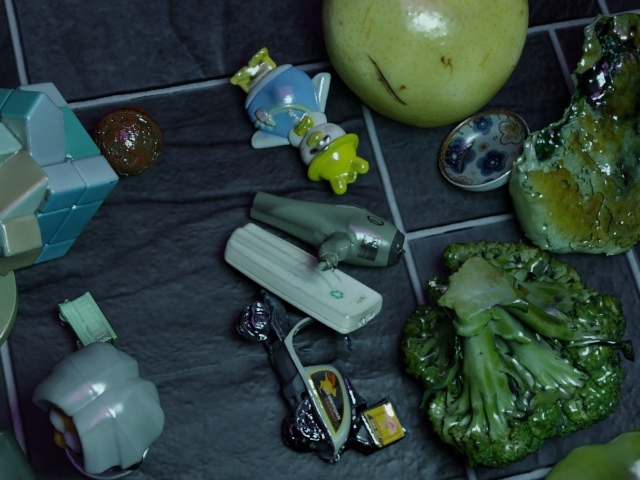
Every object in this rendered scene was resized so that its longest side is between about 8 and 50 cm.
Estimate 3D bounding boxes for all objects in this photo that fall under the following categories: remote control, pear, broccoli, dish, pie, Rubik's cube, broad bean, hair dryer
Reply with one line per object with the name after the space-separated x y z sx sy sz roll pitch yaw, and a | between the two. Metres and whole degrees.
-0.027 0.046 1.658 0.230 0.049 0.090 30 34 26 | remote control
0.147 -0.312 1.744 0.309 0.309 0.309 3 69 -7 | pear
0.235 0.131 1.596 0.304 0.283 0.321 -47 51 -7 | broccoli
0.254 -0.116 1.802 0.141 0.078 0.141 -17 50 21 | dish
0.422 -0.134 1.757 0.296 0.078 0.371 32 82 -30 | pie
-0.409 -0.077 1.576 0.213 0.265 0.224 -17 64 -50 | Rubik's cube
0.391 0.381 1.607 0.238 0.119 0.291 31 71 -6 | broad bean
-0.018 -0.012 1.680 0.219 0.225 0.088 22 108 28 | hair dryer

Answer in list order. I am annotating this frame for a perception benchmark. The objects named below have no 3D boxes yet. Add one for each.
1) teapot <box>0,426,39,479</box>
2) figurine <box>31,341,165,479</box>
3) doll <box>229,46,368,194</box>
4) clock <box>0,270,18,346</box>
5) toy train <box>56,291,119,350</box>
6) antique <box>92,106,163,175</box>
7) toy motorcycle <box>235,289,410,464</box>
-0.399 0.362 1.491 0.225 0.171 0.203 46 102 3 | teapot
-0.276 0.211 1.511 0.133 0.236 0.176 -38 80 -18 | figurine
-0.026 -0.171 1.765 0.135 0.098 0.241 -37 77 -24 | doll
-0.528 0.078 1.640 0.235 0.029 0.234 3 67 -6 | clock
-0.316 0.115 1.648 0.056 0.038 0.093 -31 76 -20 | toy train
-0.272 -0.138 1.716 0.104 0.104 0.104 3 69 -7 | antique
-0.004 0.175 1.646 0.157 0.091 0.263 -20 76 -23 | toy motorcycle
